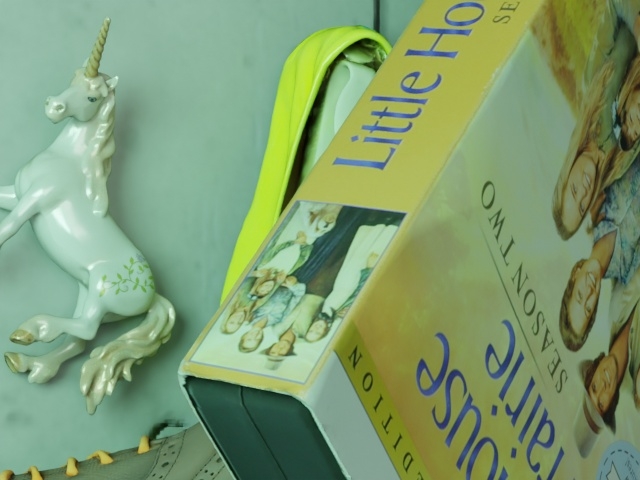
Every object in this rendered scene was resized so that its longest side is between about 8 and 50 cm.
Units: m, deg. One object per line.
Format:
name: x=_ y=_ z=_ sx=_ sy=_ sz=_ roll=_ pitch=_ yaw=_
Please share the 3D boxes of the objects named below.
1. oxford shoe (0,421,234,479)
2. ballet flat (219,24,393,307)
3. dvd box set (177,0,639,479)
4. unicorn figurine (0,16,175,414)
oxford shoe: x=-0.086 y=0.129 z=0.730 sx=0.133 sy=0.130 sz=0.363 roll=41 pitch=76 yaw=10
ballet flat: x=0.000 y=0.000 z=0.826 sx=0.077 sy=0.077 sz=0.231 roll=14 pitch=78 yaw=-23
dvd box set: x=0.115 y=0.007 z=0.754 sx=0.420 sy=0.062 sz=0.307 roll=-57 pitch=138 yaw=-34
unicorn figurine: x=-0.122 y=-0.008 z=0.792 sx=0.111 sy=0.060 sz=0.162 roll=-35 pitch=113 yaw=-24
